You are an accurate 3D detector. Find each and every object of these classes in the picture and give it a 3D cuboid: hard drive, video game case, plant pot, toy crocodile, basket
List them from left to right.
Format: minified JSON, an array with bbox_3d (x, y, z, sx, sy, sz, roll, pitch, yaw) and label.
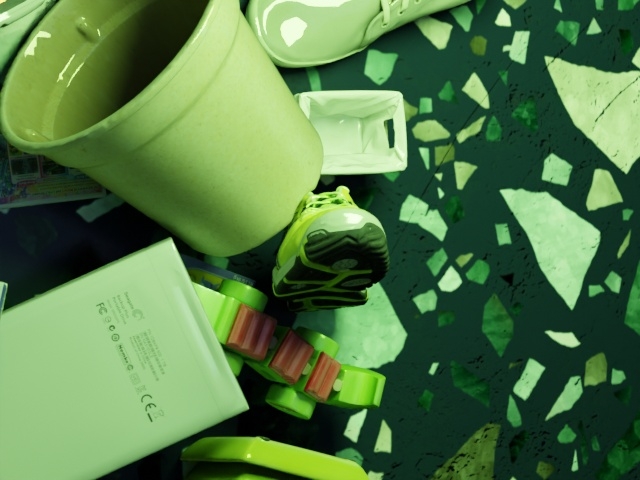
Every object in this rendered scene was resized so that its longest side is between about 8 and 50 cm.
[{"bbox_3d":[-0.354,-0.117,1.705,0.157,0.019,0.143,-8,93,-30],"label":"video game case"},{"bbox_3d":[-0.295,0.173,1.639,0.353,0.047,0.233,-24,101,-4],"label":"hard drive"},{"bbox_3d":[-0.165,-0.150,1.653,0.305,0.334,0.334,46,68,-37],"label":"plant pot"},{"bbox_3d":[-0.074,0.368,1.740,0.227,0.228,0.207,19,74,-27],"label":"plant pot"},{"bbox_3d":[-0.061,0.143,1.760,0.340,0.105,0.115,34,73,-31],"label":"toy crocodile"},{"bbox_3d":[0.023,-0.145,1.867,0.167,0.103,0.113,-3,90,-30],"label":"basket"}]

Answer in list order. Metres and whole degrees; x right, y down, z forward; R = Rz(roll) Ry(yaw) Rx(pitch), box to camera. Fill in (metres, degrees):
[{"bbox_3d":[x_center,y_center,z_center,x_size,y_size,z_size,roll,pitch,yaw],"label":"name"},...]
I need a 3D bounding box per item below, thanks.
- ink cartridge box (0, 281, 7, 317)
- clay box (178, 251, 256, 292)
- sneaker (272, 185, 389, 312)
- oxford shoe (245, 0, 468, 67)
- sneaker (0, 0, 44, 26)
[{"bbox_3d":[-0.492,0.131,1.546,0.224,0.045,0.223,16,81,-29],"label":"ink cartridge box"},{"bbox_3d":[-0.178,0.138,1.778,0.127,0.053,0.222,21,78,-29],"label":"clay box"},{"bbox_3d":[0.000,0.000,1.720,0.145,0.385,0.147,-6,80,-7],"label":"sneaker"},{"bbox_3d":[0.095,-0.367,1.900,0.449,0.130,0.169,-24,102,-26],"label":"oxford shoe"},{"bbox_3d":[-0.487,-0.301,1.575,0.321,0.124,0.180,-25,102,-27],"label":"sneaker"}]
